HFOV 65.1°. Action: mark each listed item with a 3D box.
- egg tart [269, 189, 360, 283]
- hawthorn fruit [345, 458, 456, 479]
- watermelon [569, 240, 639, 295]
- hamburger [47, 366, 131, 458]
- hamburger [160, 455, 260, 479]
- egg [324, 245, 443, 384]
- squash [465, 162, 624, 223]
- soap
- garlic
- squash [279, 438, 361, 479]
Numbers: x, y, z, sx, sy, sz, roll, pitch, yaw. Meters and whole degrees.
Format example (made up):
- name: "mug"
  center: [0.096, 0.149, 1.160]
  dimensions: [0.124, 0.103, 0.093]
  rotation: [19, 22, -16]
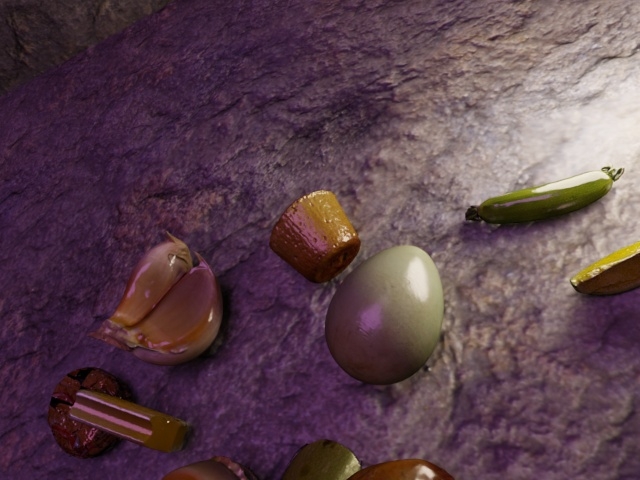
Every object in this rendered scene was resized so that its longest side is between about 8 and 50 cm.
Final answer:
- name: "egg tart"
  center: [0.000, 0.000, 1.158]
  dimensions: [0.202, 0.202, 0.147]
  rotation: [-44, 67, 0]
- name: "hawthorn fruit"
  center: [0.147, 0.466, 0.821]
  dimensions: [0.248, 0.208, 0.208]
  rotation: [-22, 55, -1]
- name: "watermelon"
  center: [0.541, 0.039, 0.907]
  dimensions: [0.181, 0.092, 0.075]
  rotation: [-31, 40, 19]
- name: "hamburger"
  center: [-0.586, 0.437, 1.268]
  dimensions: [0.230, 0.107, 0.231]
  rotation: [-9, 59, 15]
- name: "hamburger"
  center: [-0.209, 0.569, 0.948]
  dimensions: [0.300, 0.176, 0.301]
  rotation: [-15, 63, 32]
- name: "egg"
  center: [0.134, 0.138, 0.986]
  dimensions: [0.218, 0.219, 0.296]
  rotation: [14, 58, 32]
- name: "squash"
  center: [0.455, -0.081, 1.026]
  dimensions: [0.318, 0.080, 0.071]
  rotation: [-16, 96, 21]
- name: "soap"
  center: [-0.425, 0.405, 1.129]
  dimensions: [0.231, 0.140, 0.073]
  rotation: [16, 73, 8]
- name: "garlic"
  center: [-0.386, 0.158, 1.250]
  dimensions: [0.285, 0.249, 0.313]
  rotation: [-8, 39, 42]
- name: "squash"
  center: [-0.012, 0.475, 0.958]
  dimensions: [0.191, 0.085, 0.184]
  rotation: [10, 70, 30]
